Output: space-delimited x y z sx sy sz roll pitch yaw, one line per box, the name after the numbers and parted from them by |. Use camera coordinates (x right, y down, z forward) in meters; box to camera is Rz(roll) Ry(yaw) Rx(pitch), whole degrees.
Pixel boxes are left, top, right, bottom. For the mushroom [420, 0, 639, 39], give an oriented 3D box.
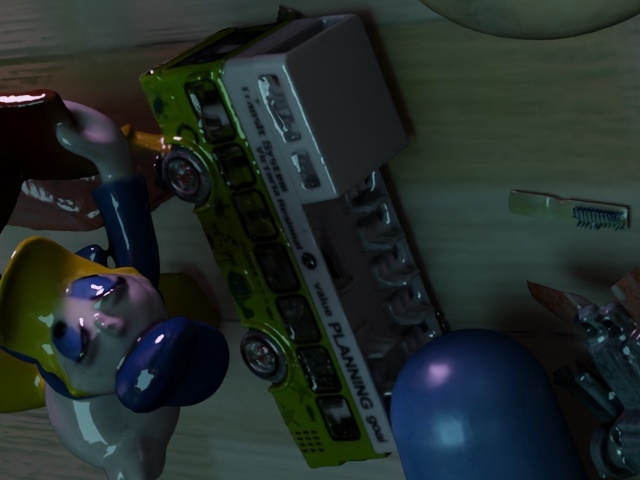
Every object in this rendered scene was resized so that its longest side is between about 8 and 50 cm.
0.098 -0.239 0.779 0.234 0.253 0.260 -117 36 -47 | mushroom

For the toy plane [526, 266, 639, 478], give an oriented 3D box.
0.251 0.146 0.941 0.326 0.104 0.223 57 161 -7 | toy plane

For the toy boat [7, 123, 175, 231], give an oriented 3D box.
-0.220 -0.061 1.204 0.318 0.099 0.141 10 161 34 | toy boat

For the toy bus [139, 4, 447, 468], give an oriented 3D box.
0.000 0.000 1.055 0.139 0.113 0.302 -8 111 41 | toy bus

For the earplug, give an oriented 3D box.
0.122 0.181 1.023 0.132 0.132 0.273 -1 119 38 | earplug

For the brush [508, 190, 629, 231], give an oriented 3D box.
0.154 -0.018 0.989 0.083 0.013 0.016 11 122 35 | brush

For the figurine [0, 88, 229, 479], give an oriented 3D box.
-0.139 0.030 1.018 0.338 0.204 0.284 18 129 67 | figurine
